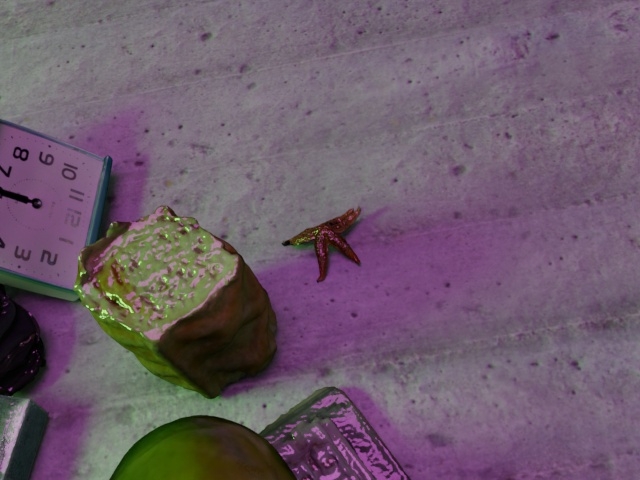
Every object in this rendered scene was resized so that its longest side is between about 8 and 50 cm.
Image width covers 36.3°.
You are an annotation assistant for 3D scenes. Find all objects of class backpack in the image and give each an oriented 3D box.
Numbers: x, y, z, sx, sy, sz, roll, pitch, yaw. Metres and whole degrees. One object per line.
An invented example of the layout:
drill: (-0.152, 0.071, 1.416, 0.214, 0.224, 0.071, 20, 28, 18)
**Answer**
backpack: (-0.544, 0.148, 1.489, 0.258, 0.133, 0.206, 24, 57, 16)

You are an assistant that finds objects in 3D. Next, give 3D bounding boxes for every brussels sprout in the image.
brussels sprout: (-0.143, 0.381, 1.191, 0.268, 0.344, 0.344, 2, 55, -20)

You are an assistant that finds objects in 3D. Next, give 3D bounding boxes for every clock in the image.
clock: (-0.474, -0.045, 1.567, 0.231, 0.116, 0.262, 20, 57, -25)

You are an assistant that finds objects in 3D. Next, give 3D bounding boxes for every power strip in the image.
power strip: (-0.004, 0.311, 1.319, 0.198, 0.064, 0.213, -37, 61, -10)

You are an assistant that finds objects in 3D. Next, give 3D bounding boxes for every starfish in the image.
starfish: (-0.001, -0.001, 1.523, 0.130, 0.041, 0.133, 0, 59, 12)

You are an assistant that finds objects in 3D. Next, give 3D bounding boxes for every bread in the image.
bread: (-0.189, 0.092, 1.378, 0.238, 0.252, 0.196, 22, 67, 19)

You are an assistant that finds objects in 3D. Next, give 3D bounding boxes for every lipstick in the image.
lipstick: (-0.465, 0.363, 1.364, 0.076, 0.077, 0.290, 4, 60, 12)
